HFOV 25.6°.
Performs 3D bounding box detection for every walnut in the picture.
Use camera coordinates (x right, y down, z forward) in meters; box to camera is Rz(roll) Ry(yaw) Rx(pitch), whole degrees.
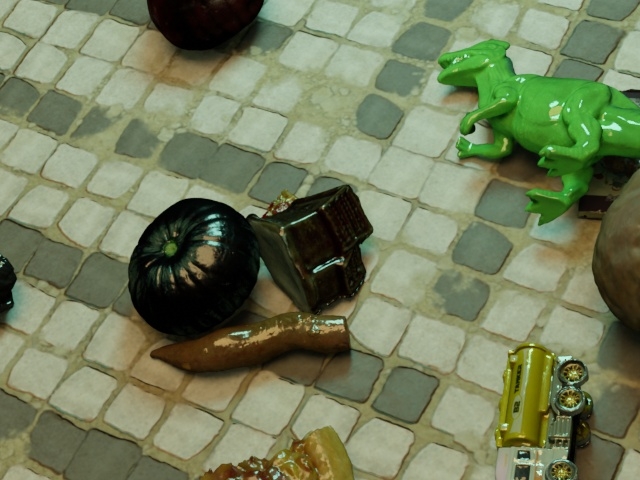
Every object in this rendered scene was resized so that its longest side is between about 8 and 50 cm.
[{"bbox_3d":[0.469,0.015,1.789,0.248,0.248,0.248,-6,54,8],"label":"walnut"}]

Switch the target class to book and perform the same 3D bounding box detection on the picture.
[{"bbox_3d":[0.459,-0.124,2.013,0.158,0.026,0.231,5,56,15],"label":"book"}]

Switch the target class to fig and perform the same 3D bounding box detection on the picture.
[{"bbox_3d":[-0.198,-0.430,2.230,0.186,0.249,0.203,19,64,33],"label":"fig"}]

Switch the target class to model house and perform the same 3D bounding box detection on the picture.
[{"bbox_3d":[0.003,0.007,1.978,0.152,0.106,0.165,-27,94,-19],"label":"model house"}]

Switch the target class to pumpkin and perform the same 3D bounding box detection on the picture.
[{"bbox_3d":[-0.174,0.038,1.959,0.202,0.140,0.202,-18,52,24],"label":"pumpkin"}]

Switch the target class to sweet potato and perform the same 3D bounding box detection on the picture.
[{"bbox_3d":[-0.101,0.141,1.920,0.281,0.059,0.067,-10,44,4],"label":"sweet potato"}]

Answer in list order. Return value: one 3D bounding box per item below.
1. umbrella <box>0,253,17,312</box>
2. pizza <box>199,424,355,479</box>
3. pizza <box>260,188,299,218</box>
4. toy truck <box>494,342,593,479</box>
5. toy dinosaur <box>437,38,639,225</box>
[{"bbox_3d":[-0.580,0.134,2.002,0.340,0.118,0.118,-37,56,-11],"label":"umbrella"},{"bbox_3d":[-0.093,0.385,1.714,0.278,0.114,0.409,24,56,18],"label":"pizza"},{"bbox_3d":[-0.044,-0.026,2.046,0.099,0.029,0.100,26,64,26],"label":"pizza"},{"bbox_3d":[0.274,0.239,1.750,0.114,0.098,0.226,1,53,17],"label":"toy truck"},{"bbox_3d":[0.416,-0.195,1.999,0.500,0.144,0.374,-10,40,11],"label":"toy dinosaur"}]
